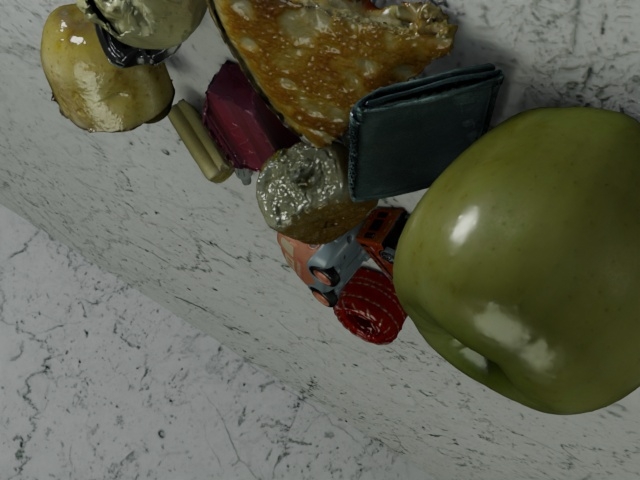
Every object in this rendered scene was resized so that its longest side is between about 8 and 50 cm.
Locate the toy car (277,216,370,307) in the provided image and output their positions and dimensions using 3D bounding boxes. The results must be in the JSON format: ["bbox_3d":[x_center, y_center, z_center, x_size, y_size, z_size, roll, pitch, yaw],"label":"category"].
[{"bbox_3d":[0.000,0.000,2.328,0.212,0.180,0.270,36,161,14],"label":"toy car"}]

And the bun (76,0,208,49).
[{"bbox_3d":[-0.312,-0.425,1.736,0.259,0.152,0.259,19,132,22],"label":"bun"}]

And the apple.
[{"bbox_3d":[0.348,0.029,1.584,0.474,0.473,0.473,26,158,11],"label":"apple"}]

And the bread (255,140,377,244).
[{"bbox_3d":[-0.013,-0.108,2.031,0.176,0.196,0.246,65,-163,18],"label":"bread"}]

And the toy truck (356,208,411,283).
[{"bbox_3d":[0.189,0.043,2.250,0.114,0.107,0.252,8,148,46],"label":"toy truck"}]

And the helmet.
[{"bbox_3d":[-0.323,-0.405,1.929,0.177,0.107,0.153,-6,113,14],"label":"helmet"}]

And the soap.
[{"bbox_3d":[-0.149,-0.240,2.083,0.162,0.099,0.250,17,155,31],"label":"soap"}]

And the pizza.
[{"bbox_3d":[0.043,-0.312,1.666,0.406,0.130,0.440,0,147,29],"label":"pizza"}]

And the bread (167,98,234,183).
[{"bbox_3d":[-0.254,-0.210,2.233,0.178,0.060,0.139,57,-176,3],"label":"bread"}]

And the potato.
[{"bbox_3d":[-0.438,-0.357,2.070,0.285,0.242,0.242,38,164,31],"label":"potato"}]

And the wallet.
[{"bbox_3d":[0.156,-0.173,1.695,0.342,0.237,0.075,87,165,-69],"label":"wallet"}]

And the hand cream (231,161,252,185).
[{"bbox_3d":[-0.185,-0.195,2.325,0.052,0.038,0.216,1,146,8],"label":"hand cream"}]

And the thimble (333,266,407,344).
[{"bbox_3d":[0.129,0.164,2.569,0.163,0.125,0.189,5,147,43],"label":"thimble"}]

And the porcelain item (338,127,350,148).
[{"bbox_3d":[0.101,-0.183,1.921,0.216,0.069,0.081,13,159,36],"label":"porcelain item"}]
